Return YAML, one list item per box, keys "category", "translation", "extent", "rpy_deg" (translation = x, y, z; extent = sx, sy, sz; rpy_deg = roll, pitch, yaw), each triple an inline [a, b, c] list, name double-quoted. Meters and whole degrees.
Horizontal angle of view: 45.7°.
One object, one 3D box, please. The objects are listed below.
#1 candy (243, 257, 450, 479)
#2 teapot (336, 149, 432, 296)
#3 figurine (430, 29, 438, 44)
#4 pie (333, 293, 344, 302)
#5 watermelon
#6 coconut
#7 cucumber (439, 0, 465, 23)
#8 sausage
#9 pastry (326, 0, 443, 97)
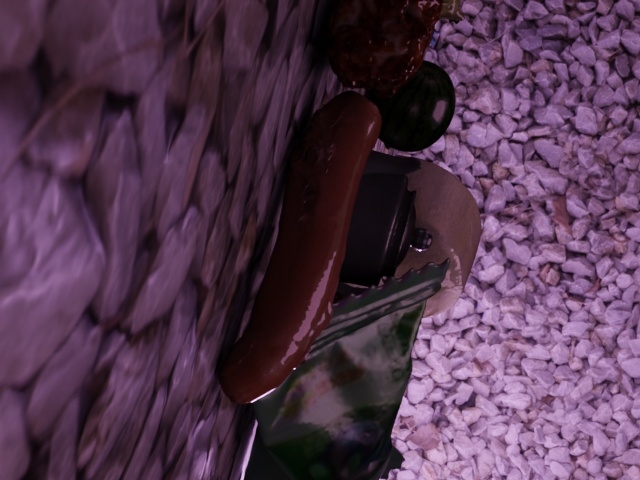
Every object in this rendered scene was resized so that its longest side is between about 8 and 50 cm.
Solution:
- category: "candy"
  translation: [0.017, 0.187, 0.882]
  extent: [0.263, 0.172, 0.398]
  rpy_deg: [-31, 150, -32]
- category: "teapot"
  translation: [0.050, -0.012, 0.841]
  extent: [0.239, 0.149, 0.162]
  rpy_deg: [98, 9, -48]
- category: "figurine"
  translation: [0.161, -0.373, 1.245]
  extent: [0.114, 0.079, 0.114]
  rpy_deg: [36, 41, -39]
- category: "pie"
  translation: [0.038, 0.181, 1.336]
  extent: [0.308, 0.085, 0.308]
  rpy_deg: [-48, 153, -36]
- category: "watermelon"
  translation: [0.141, -0.203, 1.223]
  extent: [0.187, 0.140, 0.141]
  rpy_deg: [107, 2, -54]
- category: "coconut"
  translation: [0.135, -0.011, 1.205]
  extent: [0.237, 0.237, 0.266]
  rpy_deg: [99, 8, -45]
- category: "cucumber"
  translation: [0.141, -0.425, 0.878]
  extent: [0.145, 0.105, 0.325]
  rpy_deg: [-15, 125, -51]
- category: "sausage"
  translation: [-0.012, 0.000, 0.669]
  extent: [0.078, 0.078, 0.304]
  rpy_deg: [87, 20, -71]
- category: "pastry"
  translation: [0.056, -0.190, 0.688]
  extent: [0.208, 0.097, 0.115]
  rpy_deg: [-63, 165, -70]
